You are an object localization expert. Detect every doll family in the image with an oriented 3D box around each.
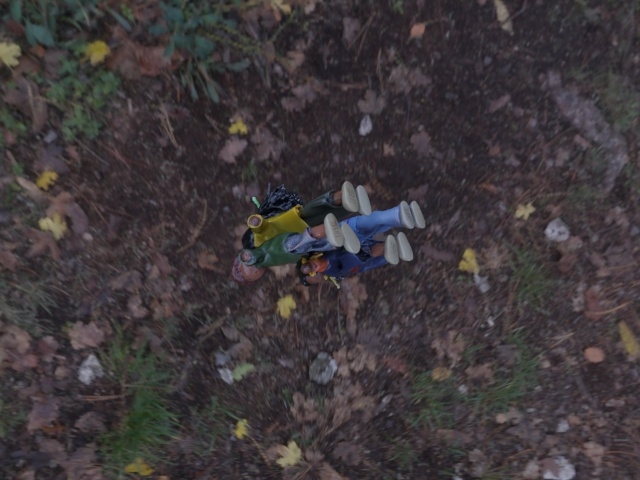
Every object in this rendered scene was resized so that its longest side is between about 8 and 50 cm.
[{"bbox_3d":[0.000,0.000,0.681,0.111,0.193,0.076,-22,68,29],"label":"doll family"}]
